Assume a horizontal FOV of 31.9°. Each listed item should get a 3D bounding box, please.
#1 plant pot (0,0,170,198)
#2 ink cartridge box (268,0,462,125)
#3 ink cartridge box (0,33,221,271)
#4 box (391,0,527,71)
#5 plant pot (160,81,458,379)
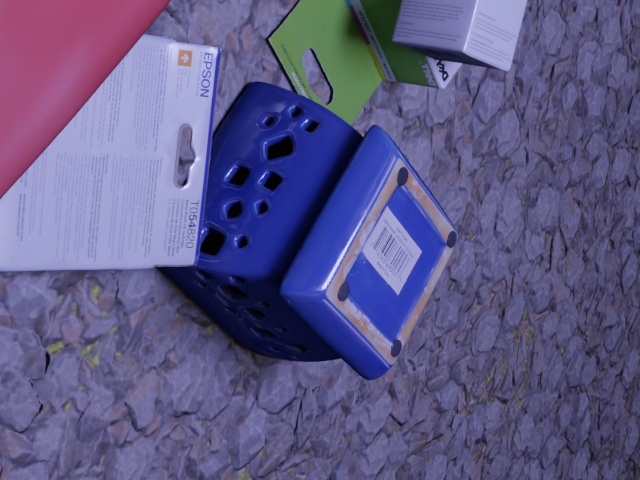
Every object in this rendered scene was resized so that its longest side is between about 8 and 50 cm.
[{"bbox_3d":[-0.266,-0.168,0.800,0.275,0.275,0.243,34,85,-50],"label":"plant pot"},{"bbox_3d":[0.078,-0.245,1.297,0.255,0.097,0.189,-55,137,-24],"label":"ink cartridge box"},{"bbox_3d":[-0.203,-0.083,1.028,0.224,0.045,0.223,1,100,-41],"label":"ink cartridge box"},{"bbox_3d":[0.153,-0.243,1.231,0.102,0.101,0.087,8,97,-51],"label":"box"},{"bbox_3d":[0.000,0.000,1.192,0.236,0.212,0.236,-60,139,-16],"label":"plant pot"}]
